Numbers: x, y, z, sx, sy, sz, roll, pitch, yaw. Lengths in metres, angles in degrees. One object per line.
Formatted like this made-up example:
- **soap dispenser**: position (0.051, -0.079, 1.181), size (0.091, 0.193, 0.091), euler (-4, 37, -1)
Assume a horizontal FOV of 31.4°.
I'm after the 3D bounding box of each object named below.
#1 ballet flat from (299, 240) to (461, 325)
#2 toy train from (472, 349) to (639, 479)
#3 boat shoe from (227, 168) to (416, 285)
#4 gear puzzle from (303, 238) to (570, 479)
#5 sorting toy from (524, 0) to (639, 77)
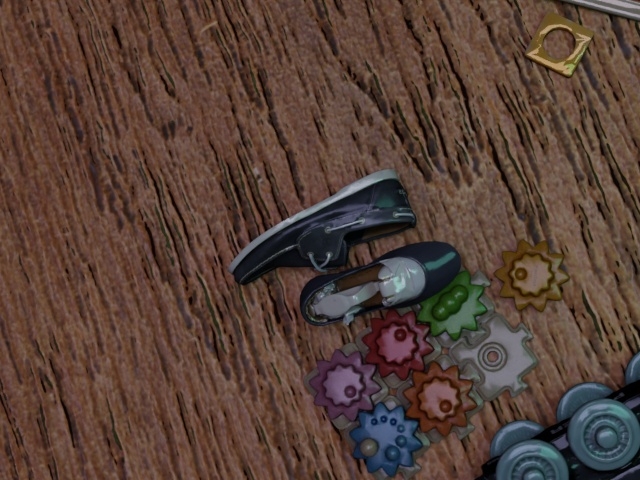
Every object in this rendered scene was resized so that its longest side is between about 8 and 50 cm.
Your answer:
- **ballet flat**: position (0.064, 0.056, 1.311), size (0.203, 0.074, 0.074), euler (-17, 80, 22)
- **toy train**: position (0.327, 0.249, 1.233), size (0.334, 0.142, 0.190), euler (-30, 91, 4)
- **boat shoe**: position (0.000, 0.000, 1.344), size (0.233, 0.084, 0.079), euler (-26, 79, 4)
- **gear puzzle**: position (0.152, 0.127, 1.319), size (0.339, 0.044, 0.175), euler (-39, 78, 4)
- **sorting toy**: position (0.342, -0.361, 1.338), size (0.196, 0.047, 0.348), euler (16, 87, 12)
